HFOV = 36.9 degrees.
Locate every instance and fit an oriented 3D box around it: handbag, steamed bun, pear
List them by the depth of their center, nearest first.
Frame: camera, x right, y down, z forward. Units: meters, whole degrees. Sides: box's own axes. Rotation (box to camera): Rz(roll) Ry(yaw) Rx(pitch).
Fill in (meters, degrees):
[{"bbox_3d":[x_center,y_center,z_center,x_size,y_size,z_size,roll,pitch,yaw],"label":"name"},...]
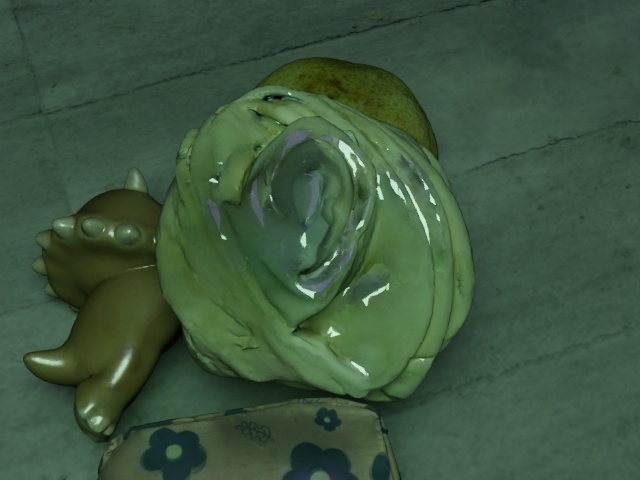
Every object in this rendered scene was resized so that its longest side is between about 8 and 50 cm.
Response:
[{"bbox_3d":[0.000,0.000,0.820,0.280,0.207,0.268,13,84,-1],"label":"steamed bun"},{"bbox_3d":[-0.059,0.254,0.821,0.251,0.193,0.190,-7,57,-8],"label":"handbag"},{"bbox_3d":[0.012,-0.083,1.032,0.228,0.188,0.211,12,49,4],"label":"pear"}]

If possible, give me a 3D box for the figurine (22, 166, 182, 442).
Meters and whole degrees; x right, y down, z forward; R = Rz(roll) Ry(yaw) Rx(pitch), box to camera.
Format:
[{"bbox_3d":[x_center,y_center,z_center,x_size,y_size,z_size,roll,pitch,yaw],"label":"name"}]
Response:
[{"bbox_3d":[-0.212,0.050,0.946,0.173,0.177,0.247,35,69,-4],"label":"figurine"}]
